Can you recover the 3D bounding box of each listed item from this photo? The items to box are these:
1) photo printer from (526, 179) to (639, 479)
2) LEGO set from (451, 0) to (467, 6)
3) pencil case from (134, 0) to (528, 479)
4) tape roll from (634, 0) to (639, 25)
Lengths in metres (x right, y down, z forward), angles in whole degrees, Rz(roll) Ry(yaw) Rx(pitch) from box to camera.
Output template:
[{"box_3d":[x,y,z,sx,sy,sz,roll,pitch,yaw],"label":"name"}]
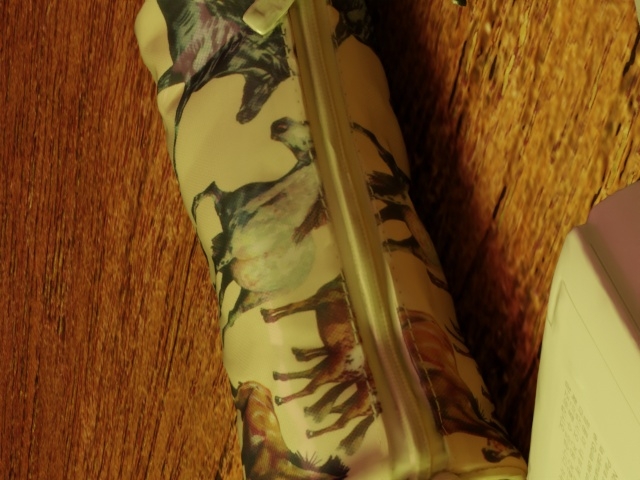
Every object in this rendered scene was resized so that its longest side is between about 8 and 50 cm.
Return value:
[{"box_3d":[0.180,0.161,0.665,0.256,0.107,0.307,88,165,-45],"label":"photo printer"},{"box_3d":[0.073,-0.162,1.021,0.083,0.023,0.054,-172,77,-68],"label":"LEGO set"},{"box_3d":[0.000,0.000,1.063,0.183,0.160,0.410,97,160,-65],"label":"pencil case"},{"box_3d":[0.199,-0.131,0.649,0.219,0.072,0.219,174,90,-69],"label":"tape roll"}]
